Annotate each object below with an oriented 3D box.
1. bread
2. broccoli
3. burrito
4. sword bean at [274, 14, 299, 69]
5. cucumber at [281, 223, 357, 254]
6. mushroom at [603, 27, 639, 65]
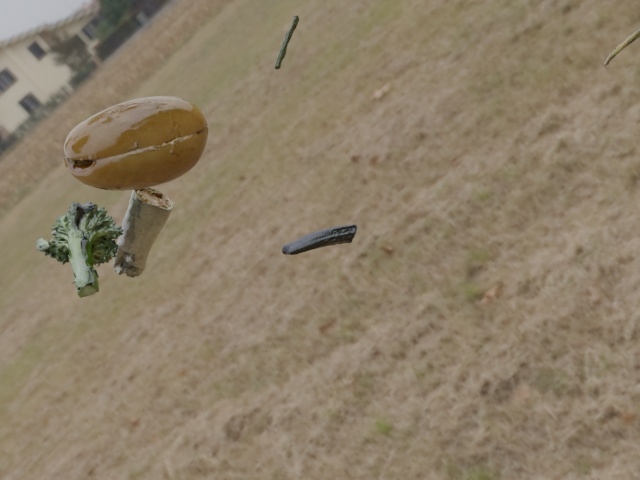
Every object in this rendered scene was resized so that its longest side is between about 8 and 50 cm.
[{"bbox_3d":[-0.231,-0.119,1.133,0.189,0.114,0.077,-18,33,-14],"label":"bread"},{"bbox_3d":[-0.391,0.025,1.471,0.118,0.122,0.204,-47,33,18],"label":"broccoli"},{"bbox_3d":[-0.325,-0.016,1.610,0.087,0.060,0.226,-7,-35,-34],"label":"burrito"},{"bbox_3d":[-0.048,-0.282,1.268,0.012,0.012,0.083,4,72,65],"label":"sword bean"},{"bbox_3d":[0.000,-0.002,1.481,0.135,0.034,0.033,-11,12,-22],"label":"cucumber"},{"bbox_3d":[0.476,-0.331,1.183,0.026,0.028,0.286,-25,-14,-46],"label":"mushroom"}]
